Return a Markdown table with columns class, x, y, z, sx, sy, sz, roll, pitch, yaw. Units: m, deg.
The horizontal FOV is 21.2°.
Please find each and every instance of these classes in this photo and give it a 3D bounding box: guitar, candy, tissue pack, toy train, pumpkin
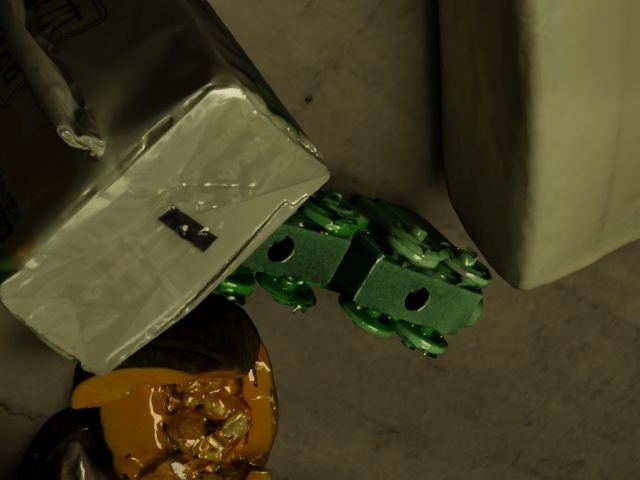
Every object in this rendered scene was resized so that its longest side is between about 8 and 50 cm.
| class | x | y | z | sx | sy | sz | roll | pitch | yaw |
| --- | --- | --- | --- | --- | --- | --- | --- | --- | --- |
| guitar | -0.106 | 0.171 | 1.225 | 0.233 | 0.025 | 0.088 | 15 | 118 | -39 |
| candy | 0.174 | -0.158 | 1.027 | 0.208 | 0.145 | 0.358 | -21 | 135 | -15 |
| tissue pack | -0.129 | -0.078 | 0.856 | 0.159 | 0.229 | 0.145 | -41 | 134 | 8 |
| toy train | 0.000 | 0.000 | 1.077 | 0.251 | 0.119 | 0.085 | 21 | 107 | -39 |
| pumpkin | -0.090 | 0.090 | 1.107 | 0.119 | 0.107 | 0.183 | -6 | 142 | 5 |

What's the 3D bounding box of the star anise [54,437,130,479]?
| class | x | y | z | sx | sy | sz | roll | pitch | yaw |
| --- | --- | --- | --- | --- | --- | --- | --- | --- | --- |
| star anise | -0.118 | 0.264 | 1.161 | 0.349 | 0.109 | 0.292 | 34 | 144 | -7 |
